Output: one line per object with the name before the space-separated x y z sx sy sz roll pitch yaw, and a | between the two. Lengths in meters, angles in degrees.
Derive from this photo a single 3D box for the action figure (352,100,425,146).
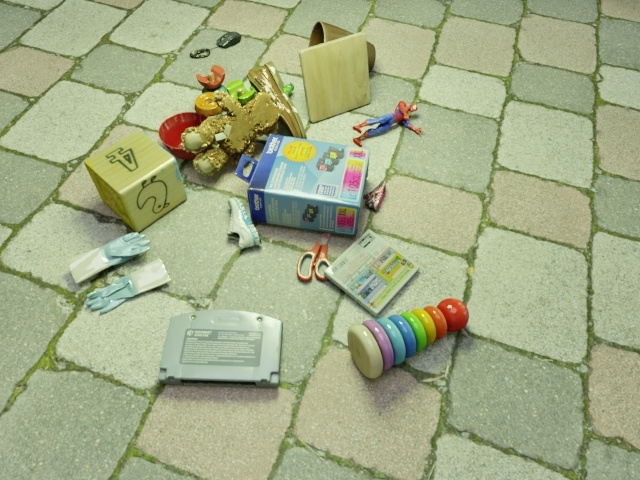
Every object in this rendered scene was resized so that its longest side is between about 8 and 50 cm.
action figure | 0.262 -0.406 1.781 0.280 0.091 0.139 -34 55 -22

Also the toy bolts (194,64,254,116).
toy bolts | -0.355 -0.477 1.772 0.218 0.158 0.228 -33 61 -22

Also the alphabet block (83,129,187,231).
alphabet block | -0.555 -0.181 1.532 0.193 0.192 0.197 36 61 24

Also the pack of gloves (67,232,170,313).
pack of gloves | -0.569 0.093 1.434 0.232 0.046 0.195 -26 70 -16

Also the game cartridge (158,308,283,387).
game cartridge | -0.247 0.273 1.294 0.297 0.062 0.198 2 50 0

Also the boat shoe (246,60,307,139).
boat shoe | -0.152 -0.463 1.757 0.104 0.111 0.307 -27 87 -9

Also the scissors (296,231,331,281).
scissors | 0.000 0.000 1.518 0.109 0.021 0.297 8 55 4

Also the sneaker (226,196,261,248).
sneaker | -0.253 -0.052 1.522 0.083 0.071 0.191 -25 58 -12

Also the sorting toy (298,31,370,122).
sorting toy | 0.043 -0.596 1.823 0.255 0.257 0.089 -23 40 -18

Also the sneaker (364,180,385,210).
sneaker | 0.176 -0.150 1.623 0.057 0.047 0.119 12 52 21

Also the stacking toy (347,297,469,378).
stacking toy | 0.240 0.228 1.297 0.330 0.141 0.141 -19 57 -20

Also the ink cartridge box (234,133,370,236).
ink cartridge box | -0.059 -0.179 1.563 0.395 0.151 0.270 8 50 6

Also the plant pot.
plant pot | 0.089 -0.717 1.949 0.230 0.215 0.215 1 53 -18

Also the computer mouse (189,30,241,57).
computer mouse | -0.434 -0.816 2.089 0.242 0.041 0.071 -34 63 -23

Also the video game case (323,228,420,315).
video game case | 0.149 0.087 1.447 0.193 0.023 0.212 38 59 18

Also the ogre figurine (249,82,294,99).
ogre figurine | -0.190 -0.538 1.866 0.197 0.097 0.118 4 34 -17

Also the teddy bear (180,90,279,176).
teddy bear | -0.295 -0.354 1.641 0.338 0.245 0.113 -53 32 -10

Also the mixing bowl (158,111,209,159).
mixing bowl | -0.445 -0.339 1.705 0.181 0.098 0.181 0 54 -1
